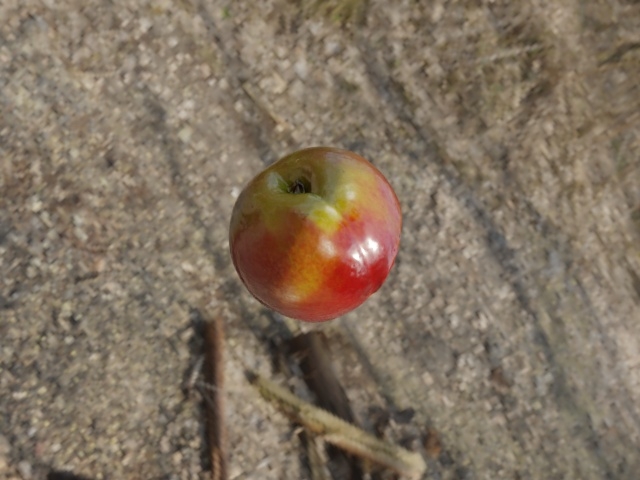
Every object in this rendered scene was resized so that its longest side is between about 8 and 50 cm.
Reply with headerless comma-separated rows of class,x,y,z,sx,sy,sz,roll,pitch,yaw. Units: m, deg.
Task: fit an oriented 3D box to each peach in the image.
peach,0.000,0.000,1.155,0.192,0.190,0.190,61,17,-48
